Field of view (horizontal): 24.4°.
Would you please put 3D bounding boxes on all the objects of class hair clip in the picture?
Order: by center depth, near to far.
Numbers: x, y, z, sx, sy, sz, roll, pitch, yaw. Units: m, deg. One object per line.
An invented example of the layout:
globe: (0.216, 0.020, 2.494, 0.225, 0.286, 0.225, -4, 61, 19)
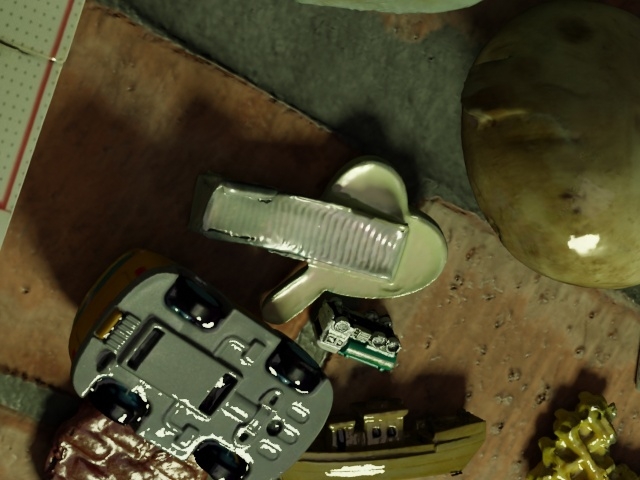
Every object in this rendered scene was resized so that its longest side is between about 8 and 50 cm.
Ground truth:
hair clip: (-0.001, 0.002, 1.221, 0.218, 0.071, 0.159, 13, 107, -16)

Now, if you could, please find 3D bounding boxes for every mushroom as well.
mushroom: (0.210, -0.077, 1.195, 0.255, 0.184, 0.255, 6, 79, -32)

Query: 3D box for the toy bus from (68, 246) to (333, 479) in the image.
toy bus: (-0.102, 0.096, 1.187, 0.209, 0.136, 0.126, 36, 95, -27)

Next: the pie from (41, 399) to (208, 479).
pie: (-0.168, 0.196, 1.263, 0.153, 0.038, 0.153, -6, 114, -13)

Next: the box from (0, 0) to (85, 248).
box: (-0.300, -0.093, 0.999, 0.210, 0.095, 0.330, 19, 88, -45)

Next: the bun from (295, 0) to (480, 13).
bun: (0.048, -0.314, 0.998, 0.362, 0.362, 0.211, -38, 157, -1)

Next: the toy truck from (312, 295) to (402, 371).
toy truck: (0.032, 0.083, 1.283, 0.083, 0.039, 0.044, 22, 116, -26)

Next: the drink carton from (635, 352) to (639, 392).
drink carton: (0.420, 0.092, 1.378, 0.222, 0.102, 0.134, -3, 109, -17)

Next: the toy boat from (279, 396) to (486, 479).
toy boat: (0.047, 0.176, 1.311, 0.206, 0.064, 0.072, -2, 97, -17)

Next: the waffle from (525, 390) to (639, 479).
waffle: (0.284, 0.232, 1.416, 0.194, 0.051, 0.149, 21, 104, -24)
